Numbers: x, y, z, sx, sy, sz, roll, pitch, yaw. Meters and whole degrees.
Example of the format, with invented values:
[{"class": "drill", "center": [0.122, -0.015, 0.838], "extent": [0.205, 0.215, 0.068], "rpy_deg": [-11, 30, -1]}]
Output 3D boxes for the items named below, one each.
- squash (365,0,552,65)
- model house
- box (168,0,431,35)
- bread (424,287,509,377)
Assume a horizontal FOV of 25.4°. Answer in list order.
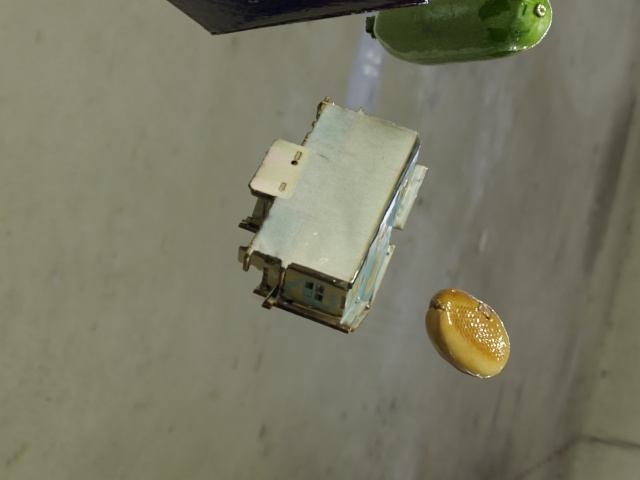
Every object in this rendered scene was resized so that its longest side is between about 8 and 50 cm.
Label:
[{"class": "squash", "center": [0.157, -0.265, 1.752], "extent": [0.101, 0.378, 0.101], "rpy_deg": [-4, 99, -28]}, {"class": "model house", "center": [0.000, 0.000, 1.641], "extent": [0.206, 0.178, 0.271], "rpy_deg": [95, 15, -55]}, {"class": "box", "center": [-0.048, -0.327, 1.537], "extent": [0.261, 0.278, 0.116], "rpy_deg": [31, 56, -64]}, {"class": "bread", "center": [0.217, 0.140, 2.167], "extent": [0.189, 0.077, 0.114], "rpy_deg": [37, 67, -34]}]
